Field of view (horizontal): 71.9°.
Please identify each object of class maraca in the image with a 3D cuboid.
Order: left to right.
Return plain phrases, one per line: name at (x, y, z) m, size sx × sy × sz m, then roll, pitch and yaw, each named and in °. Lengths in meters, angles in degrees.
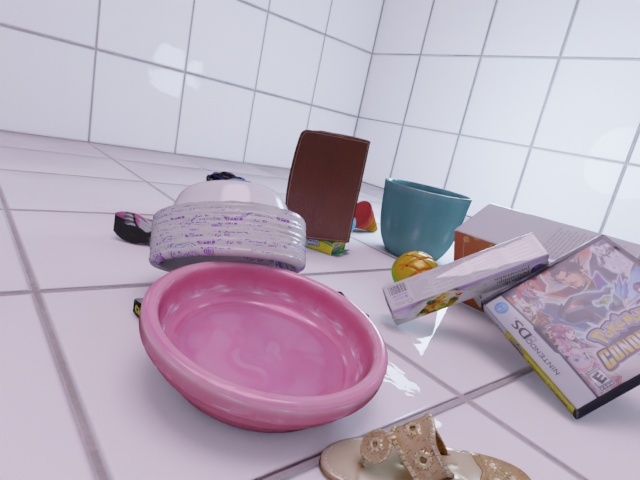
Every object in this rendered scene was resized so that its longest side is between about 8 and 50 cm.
maraca at (0.237, 0.095, 1.088) m, size 0.127 × 0.099 × 0.186 m, roll 6°, pitch 38°, yaw 8°

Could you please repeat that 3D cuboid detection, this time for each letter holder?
letter holder at (-0.009, -0.164, 1.289) m, size 0.214 × 0.302 × 0.152 m, roll 5°, pitch 16°, yaw -21°

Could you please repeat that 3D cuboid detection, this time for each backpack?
backpack at (-0.266, -0.122, 1.370) m, size 0.173 × 0.159 × 0.116 m, roll 22°, pitch 24°, yaw 26°

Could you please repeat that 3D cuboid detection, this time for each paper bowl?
paper bowl at (-0.168, -0.017, 0.830) m, size 0.283 × 0.148 × 0.284 m, roll 0°, pitch -12°, yaw 0°

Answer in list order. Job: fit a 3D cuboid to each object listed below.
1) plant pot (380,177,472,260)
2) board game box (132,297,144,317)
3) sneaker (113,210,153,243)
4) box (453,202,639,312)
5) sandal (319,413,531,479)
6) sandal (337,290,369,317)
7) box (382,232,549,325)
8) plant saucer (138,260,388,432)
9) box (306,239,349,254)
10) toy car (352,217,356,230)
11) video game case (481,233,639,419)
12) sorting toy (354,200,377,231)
plant pot at (0.333, -0.063, 1.491) m, size 0.292 × 0.235 × 0.293 m, roll 12°, pitch 13°, yaw -3°
board game box at (-0.166, 0.124, 0.757) m, size 0.259 × 0.031 × 0.136 m, roll -2°, pitch 22°, yaw -44°
sneaker at (-0.408, -0.020, 1.065) m, size 0.178 × 0.072 × 0.077 m, roll 20°, pitch 2°, yaw -1°
box at (0.500, 0.081, 1.020) m, size 0.168 × 0.215 × 0.345 m, roll -31°, pitch 37°, yaw -31°
sandal at (0.123, 0.228, 0.487) m, size 0.239 × 0.079 × 0.088 m, roll 12°, pitch 14°, yaw -2°
sandal at (0.019, 0.121, 0.897) m, size 0.179 × 0.040 × 0.067 m, roll 22°, pitch 17°, yaw 34°
box at (0.287, 0.079, 0.887) m, size 0.323 × 0.063 × 0.067 m, roll -21°, pitch 47°, yaw 3°
plant saucer at (-0.076, 0.138, 0.606) m, size 0.331 × 0.084 × 0.332 m, roll 16°, pitch 20°, yaw -6°
box at (0.000, 0.000, 1.359) m, size 0.179 × 0.043 × 0.105 m, roll 20°, pitch 16°, yaw 22°
toy car at (0.013, -0.167, 1.618) m, size 0.210 × 0.238 × 0.219 m, roll -1°, pitch 19°, yaw -43°
video game case at (0.471, 0.133, 0.769) m, size 0.274 × 0.035 × 0.248 m, roll -29°, pitch 42°, yaw 0°
sorting toy at (0.117, -0.106, 1.825) m, size 0.126 × 0.127 × 0.365 m, roll 39°, pitch -7°, yaw -36°
